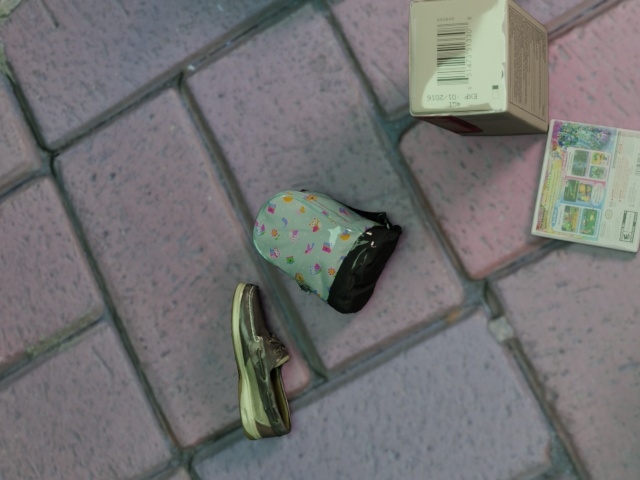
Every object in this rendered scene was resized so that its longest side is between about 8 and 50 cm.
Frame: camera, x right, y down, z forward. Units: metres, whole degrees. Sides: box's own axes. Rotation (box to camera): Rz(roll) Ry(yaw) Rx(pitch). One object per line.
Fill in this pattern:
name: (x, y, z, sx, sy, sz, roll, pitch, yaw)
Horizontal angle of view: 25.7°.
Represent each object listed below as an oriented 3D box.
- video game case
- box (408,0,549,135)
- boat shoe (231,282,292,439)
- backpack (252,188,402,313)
video game case: (0.360, -0.073, 1.843, 0.143, 0.019, 0.157, 10, 92, 22)
box: (0.206, -0.219, 1.794, 0.126, 0.232, 0.149, -1, 87, 21)
boat shoe: (-0.078, 0.168, 1.972, 0.073, 0.080, 0.224, -5, 91, 15)
backpack: (0.000, 0.000, 1.927, 0.182, 0.115, 0.152, 34, 102, 22)
